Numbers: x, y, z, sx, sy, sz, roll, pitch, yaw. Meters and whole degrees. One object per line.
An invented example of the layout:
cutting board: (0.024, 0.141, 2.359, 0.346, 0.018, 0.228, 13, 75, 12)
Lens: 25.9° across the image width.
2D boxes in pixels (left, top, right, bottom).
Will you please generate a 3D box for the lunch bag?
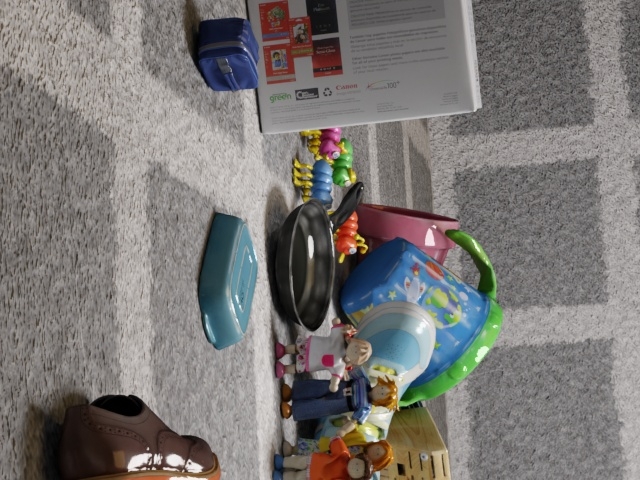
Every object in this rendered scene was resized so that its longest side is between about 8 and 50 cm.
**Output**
lunch bag: (-0.113, -0.222, 1.719, 0.098, 0.067, 0.065, 64, 24, -63)

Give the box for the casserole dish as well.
casserole dish: (-0.109, 0.048, 1.703, 0.188, 0.037, 0.114, -80, 161, -48)

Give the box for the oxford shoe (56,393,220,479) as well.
oxford shoe: (-0.158, 0.186, 1.272, 0.271, 0.097, 0.098, 23, 57, -77)

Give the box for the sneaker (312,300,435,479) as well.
sneaker: (0.075, 0.249, 2.052, 0.208, 0.127, 0.319, -76, -172, -46)

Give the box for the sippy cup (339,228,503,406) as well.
sippy cup: (0.161, 0.124, 2.439, 0.224, 0.240, 0.305, 43, 36, -16)

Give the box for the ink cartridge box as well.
ink cartridge box: (0.062, -0.303, 1.998, 0.130, 0.309, 0.272, -35, 120, -77)

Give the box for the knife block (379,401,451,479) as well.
knife block: (0.168, 0.347, 2.434, 0.242, 0.275, 0.088, -23, 110, -46)

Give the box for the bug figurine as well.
bug figurine: (0.021, -0.097, 2.298, 0.279, 0.072, 0.216, 57, 30, -65)

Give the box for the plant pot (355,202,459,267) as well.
plant pot: (0.146, 0.033, 2.606, 0.201, 0.201, 0.180, -18, 119, -78)

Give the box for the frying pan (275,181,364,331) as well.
frying pan: (-0.008, -0.016, 2.082, 0.197, 0.053, 0.326, 68, 29, -49)

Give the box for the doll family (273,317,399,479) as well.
doll family: (0.028, 0.248, 1.957, 0.118, 0.163, 0.263, 59, 28, -64)
